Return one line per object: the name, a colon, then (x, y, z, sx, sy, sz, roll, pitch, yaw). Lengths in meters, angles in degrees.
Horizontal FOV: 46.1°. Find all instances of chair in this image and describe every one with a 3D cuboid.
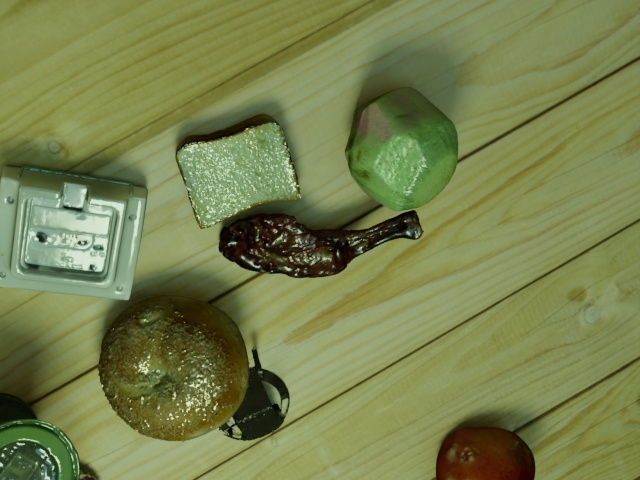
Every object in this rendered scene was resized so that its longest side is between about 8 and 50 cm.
chair: (-0.153, 0.348, 1.618, 0.174, 0.149, 0.213, -25, 156, -8)

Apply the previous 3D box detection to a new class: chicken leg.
chicken leg: (0.000, 0.000, 1.504, 0.407, 0.095, 0.158, -3, 136, 3)

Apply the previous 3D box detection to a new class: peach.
peach: (0.389, 0.548, 1.756, 0.243, 0.243, 0.199, -25, 120, -5)

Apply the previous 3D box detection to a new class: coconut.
coconut: (0.146, -0.182, 1.438, 0.204, 0.236, 0.236, -41, 115, -12)

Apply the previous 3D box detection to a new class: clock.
clock: (-0.465, -0.004, 1.390, 0.262, 0.116, 0.231, 9, 108, -17)

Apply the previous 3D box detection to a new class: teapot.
teapot: (-0.566, 0.411, 1.397, 0.270, 0.337, 0.200, 41, 70, -26)

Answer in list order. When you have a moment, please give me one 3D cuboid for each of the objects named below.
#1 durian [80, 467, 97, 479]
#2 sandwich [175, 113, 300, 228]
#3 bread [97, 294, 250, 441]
durian: (-0.523, 0.546, 1.599, 0.108, 0.119, 0.186, -41, 125, -39)
sandwich: (-0.160, -0.132, 1.451, 0.215, 0.065, 0.186, -20, 113, -7)
bread: (-0.291, 0.251, 1.458, 0.306, 0.159, 0.305, 0, 92, 10)
